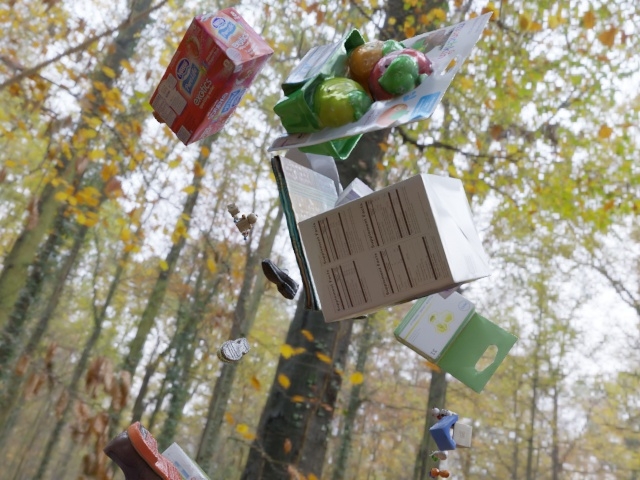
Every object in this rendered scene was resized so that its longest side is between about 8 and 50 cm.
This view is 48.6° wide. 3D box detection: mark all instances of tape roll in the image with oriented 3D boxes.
[{"bbox_3d":[-0.030,-0.151,1.921,0.072,0.219,0.219,-10,-21,-26],"label":"tape roll"}]

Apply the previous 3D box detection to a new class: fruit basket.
[{"bbox_3d":[0.097,-0.288,1.264,0.353,0.327,0.165,-11,-54,45],"label":"fruit basket"}]

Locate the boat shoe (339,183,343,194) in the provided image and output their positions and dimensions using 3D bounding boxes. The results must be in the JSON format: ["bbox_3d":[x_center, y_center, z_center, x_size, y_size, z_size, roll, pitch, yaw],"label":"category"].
[{"bbox_3d":[0.003,-0.104,2.116,0.084,0.095,0.258,-9,-13,-16],"label":"boat shoe"}]

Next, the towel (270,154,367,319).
[{"bbox_3d":[0.000,0.000,1.637,0.040,0.369,0.271,-23,-20,24],"label":"towel"}]

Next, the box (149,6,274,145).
[{"bbox_3d":[-0.225,-0.328,1.435,0.128,0.123,0.257,49,-46,4],"label":"box"}]

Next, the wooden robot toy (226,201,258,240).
[{"bbox_3d":[-0.241,-0.075,2.267,0.079,0.076,0.173,-27,-40,-4],"label":"wooden robot toy"}]

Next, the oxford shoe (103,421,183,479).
[{"bbox_3d":[-0.365,0.520,1.534,0.271,0.098,0.097,61,-7,-15],"label":"oxford shoe"}]

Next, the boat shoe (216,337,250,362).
[{"bbox_3d":[-0.280,0.342,2.159,0.072,0.068,0.190,-20,-8,15],"label":"boat shoe"}]

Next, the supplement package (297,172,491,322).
[{"bbox_3d":[0.138,0.017,1.313,0.263,0.197,0.199,-21,-10,30],"label":"supplement package"}]

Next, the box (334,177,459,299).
[{"bbox_3d":[0.173,-0.003,1.524,0.324,0.063,0.067,40,-59,-10],"label":"box"}]

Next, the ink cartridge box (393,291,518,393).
[{"bbox_3d":[0.314,0.220,1.655,0.235,0.171,0.056,32,-17,28],"label":"ink cartridge box"}]

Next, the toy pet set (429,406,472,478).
[{"bbox_3d":[0.213,0.359,1.277,0.065,0.122,0.114,20,-25,-20],"label":"toy pet set"}]

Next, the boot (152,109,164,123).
[{"bbox_3d":[-0.380,-0.362,1.911,0.153,0.072,0.197,-11,-14,-2],"label":"boot"}]

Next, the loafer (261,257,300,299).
[{"bbox_3d":[-0.125,0.111,2.230,0.062,0.061,0.170,8,-39,45],"label":"loafer"}]

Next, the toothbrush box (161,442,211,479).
[{"bbox_3d":[-0.383,0.638,1.769,0.122,0.206,0.283,43,-19,18],"label":"toothbrush box"}]
